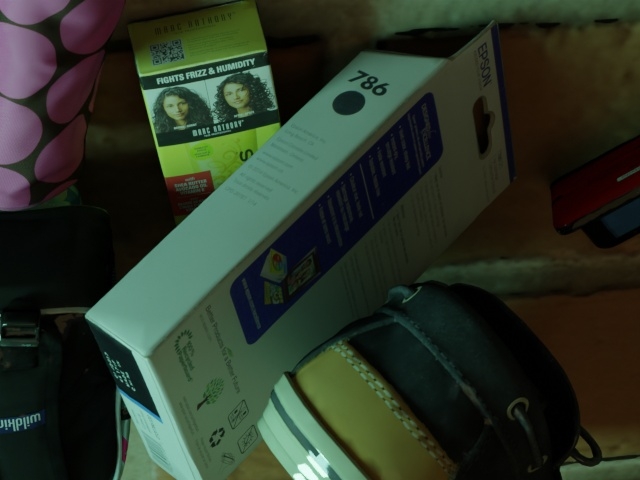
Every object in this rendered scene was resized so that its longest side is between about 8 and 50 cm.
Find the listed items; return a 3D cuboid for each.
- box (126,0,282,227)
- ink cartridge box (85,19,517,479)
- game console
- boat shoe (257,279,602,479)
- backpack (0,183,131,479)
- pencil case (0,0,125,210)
[{"bbox_3d":[-0.064,-0.048,1.110,0.087,0.058,0.232,-11,136,-4],"label":"box"},{"bbox_3d":[0.000,0.000,1.090,0.332,0.065,0.165,-43,144,-23],"label":"ink cartridge box"},{"bbox_3d":[0.245,-0.034,1.178,0.144,0.124,0.085,-30,107,17],"label":"game console"},{"bbox_3d":[0.098,0.126,1.133,0.156,0.187,0.500,-44,164,3],"label":"boat shoe"},{"bbox_3d":[-0.238,0.086,1.112,0.225,0.191,0.254,-6,133,-7],"label":"backpack"},{"bbox_3d":[-0.166,-0.118,1.001,0.098,0.095,0.209,-33,156,-43],"label":"pencil case"}]
